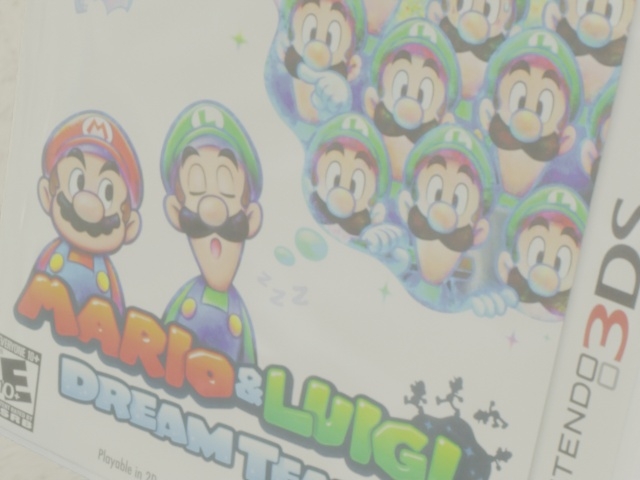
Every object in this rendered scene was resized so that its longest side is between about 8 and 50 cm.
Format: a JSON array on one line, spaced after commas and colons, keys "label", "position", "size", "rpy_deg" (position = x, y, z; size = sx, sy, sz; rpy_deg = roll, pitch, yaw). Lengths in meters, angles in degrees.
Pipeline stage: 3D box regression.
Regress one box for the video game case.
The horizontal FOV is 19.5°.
[{"label": "video game case", "position": [0.000, 0.000, 0.367], "size": [0.019, 0.157, 0.143], "rpy_deg": [-20, 125, -54]}]
